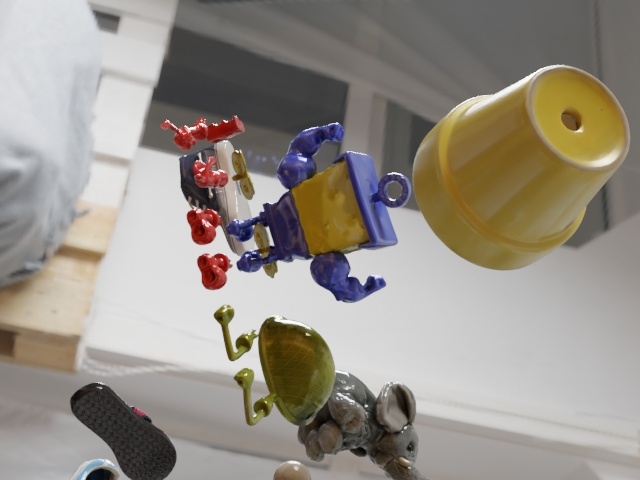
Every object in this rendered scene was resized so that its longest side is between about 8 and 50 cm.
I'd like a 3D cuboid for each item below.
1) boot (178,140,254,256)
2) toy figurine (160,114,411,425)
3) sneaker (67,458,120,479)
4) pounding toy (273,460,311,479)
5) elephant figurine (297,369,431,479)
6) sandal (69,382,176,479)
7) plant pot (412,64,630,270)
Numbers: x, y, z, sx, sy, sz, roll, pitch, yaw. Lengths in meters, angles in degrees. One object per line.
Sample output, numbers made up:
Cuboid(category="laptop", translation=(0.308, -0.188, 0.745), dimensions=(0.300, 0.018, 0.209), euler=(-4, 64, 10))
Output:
Cuboid(category="boot", translation=(-0.158, -0.053, 1.510), dimensions=(0.069, 0.086, 0.190), euler=(46, 29, -63))
Cuboid(category="toy figurine", translation=(0.000, 0.000, 1.076), dimensions=(0.191, 0.217, 0.363), euler=(16, 56, -70))
Cuboid(category="sneaker", translation=(-0.451, 0.490, 1.806), dimensions=(0.086, 0.085, 0.237), euler=(-17, -151, 46))
Cuboid(category="pounding toy", translation=(0.010, 0.427, 1.352), dimensions=(0.183, 0.237, 0.110), euler=(-55, 158, -11))
Cuboid(category="elephant figurine", translation=(0.093, 0.319, 1.686), dimensions=(0.169, 0.239, 0.186), euler=(18, -90, 66))
Cuboid(category="sandal", translation=(-0.226, 0.218, 1.163), dimensions=(0.179, 0.067, 0.040), euler=(58, -2, -35))
Cuboid(category="plant pot", translation=(0.291, -0.115, 1.396), dimensions=(0.239, 0.254, 0.254), euler=(133, -30, -58))
